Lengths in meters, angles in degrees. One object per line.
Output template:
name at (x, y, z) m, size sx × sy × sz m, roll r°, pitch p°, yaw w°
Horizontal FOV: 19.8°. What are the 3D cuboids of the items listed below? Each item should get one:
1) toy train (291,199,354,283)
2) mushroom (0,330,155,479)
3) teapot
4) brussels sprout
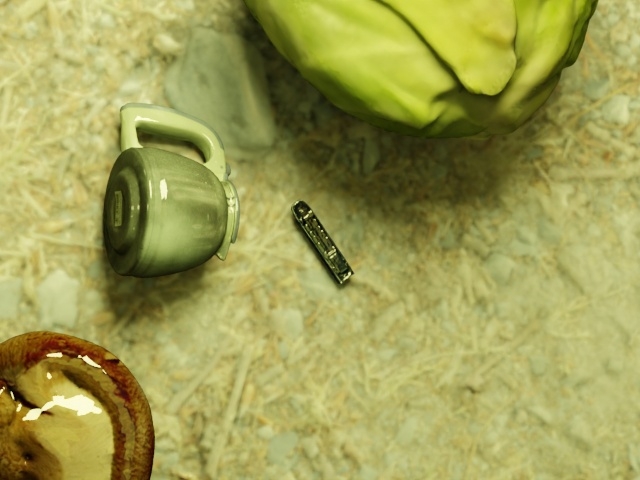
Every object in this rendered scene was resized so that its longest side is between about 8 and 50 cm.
toy train at (0.000, 0.000, 1.624) m, size 0.017 × 0.017 × 0.083 m, roll -35°, pitch 96°, yaw -14°
mushroom at (-0.242, 0.185, 1.514) m, size 0.231 × 0.138 × 0.194 m, roll -34°, pitch 109°, yaw -1°
teapot at (-0.128, -0.033, 1.569) m, size 0.108 × 0.149 × 0.111 m, roll 5°, pitch 126°, yaw -27°
brussels sprout at (0.086, -0.249, 1.543) m, size 0.328 × 0.247 × 0.328 m, roll -2°, pitch 104°, yaw -8°
